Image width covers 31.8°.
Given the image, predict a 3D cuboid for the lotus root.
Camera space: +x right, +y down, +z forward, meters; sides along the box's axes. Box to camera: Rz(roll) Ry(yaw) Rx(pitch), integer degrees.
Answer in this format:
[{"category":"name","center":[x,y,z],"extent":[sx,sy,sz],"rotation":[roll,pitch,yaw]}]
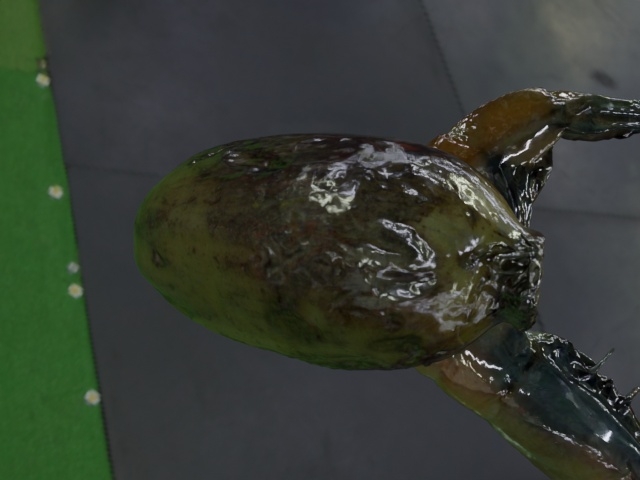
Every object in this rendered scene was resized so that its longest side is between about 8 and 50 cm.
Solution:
[{"category":"lotus root","center":[0.000,0.000,0.412],"extent":[0.089,0.179,0.080],"rotation":[-18,112,-53]}]

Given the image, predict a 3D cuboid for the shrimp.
[{"category":"shrimp","center":[0.156,0.033,0.570],"extent":[0.262,0.051,0.198],"rotation":[43,83,1]}]
